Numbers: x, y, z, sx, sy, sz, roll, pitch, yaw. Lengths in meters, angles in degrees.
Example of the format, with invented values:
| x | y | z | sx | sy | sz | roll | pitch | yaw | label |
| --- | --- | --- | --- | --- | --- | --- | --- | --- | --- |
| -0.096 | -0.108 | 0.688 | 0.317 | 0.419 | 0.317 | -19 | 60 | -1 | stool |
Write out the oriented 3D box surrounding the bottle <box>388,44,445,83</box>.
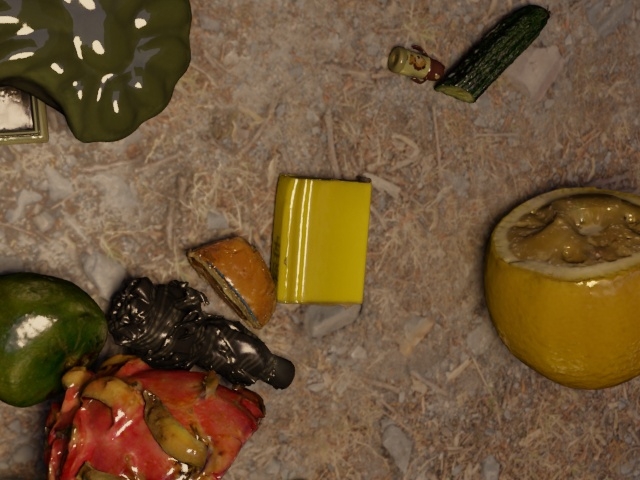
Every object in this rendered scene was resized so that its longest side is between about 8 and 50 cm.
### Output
| x | y | z | sx | sy | sz | roll | pitch | yaw | label |
| --- | --- | --- | --- | --- | --- | --- | --- | --- | --- |
| 0.171 | -0.306 | 1.540 | 0.101 | 0.047 | 0.063 | 11 | 101 | -25 | bottle |

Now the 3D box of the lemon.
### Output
| x | y | z | sx | sy | sz | roll | pitch | yaw | label |
| --- | --- | --- | --- | --- | --- | --- | --- | --- | --- |
| 0.465 | 0.105 | 1.566 | 0.364 | 0.364 | 0.364 | -3 | 98 | -23 | lemon |

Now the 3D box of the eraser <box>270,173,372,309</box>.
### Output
| x | y | z | sx | sy | sz | roll | pitch | yaw | label |
| --- | --- | --- | --- | --- | --- | --- | --- | --- | --- |
| 0.000 | 0.000 | 1.494 | 0.158 | 0.069 | 0.225 | 2 | 95 | -25 | eraser |

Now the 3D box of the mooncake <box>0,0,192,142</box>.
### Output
| x | y | z | sx | sy | sz | roll | pitch | yaw | label |
| --- | --- | --- | --- | --- | --- | --- | --- | --- | --- |
| -0.348 | -0.311 | 1.233 | 0.351 | 0.187 | 0.351 | -3 | 96 | -27 | mooncake |

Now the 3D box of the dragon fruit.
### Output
| x | y | z | sx | sy | sz | roll | pitch | yaw | label |
| --- | --- | --- | --- | --- | --- | --- | --- | --- | --- |
| -0.264 | 0.281 | 1.246 | 0.263 | 0.314 | 0.296 | 40 | 107 | 2 | dragon fruit |

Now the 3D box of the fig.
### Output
| x | y | z | sx | sy | sz | roll | pitch | yaw | label |
| --- | --- | --- | --- | --- | --- | --- | --- | --- | --- |
| -0.449 | 0.116 | 1.289 | 0.203 | 0.235 | 0.203 | -41 | 152 | -28 | fig |

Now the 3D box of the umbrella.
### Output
| x | y | z | sx | sy | sz | roll | pitch | yaw | label |
| --- | --- | --- | --- | --- | --- | --- | --- | --- | --- |
| -0.174 | 0.170 | 1.400 | 0.337 | 0.154 | 0.128 | 34 | 123 | -22 | umbrella |

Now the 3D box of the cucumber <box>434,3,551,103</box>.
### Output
| x | y | z | sx | sy | sz | roll | pitch | yaw | label |
| --- | --- | --- | --- | --- | --- | --- | --- | --- | --- |
| 0.316 | -0.340 | 1.584 | 0.265 | 0.077 | 0.077 | -47 | 111 | -12 | cucumber |

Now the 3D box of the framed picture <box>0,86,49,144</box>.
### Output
| x | y | z | sx | sy | sz | roll | pitch | yaw | label |
| --- | --- | --- | --- | --- | --- | --- | --- | --- | --- |
| -0.519 | -0.280 | 1.266 | 0.232 | 0.019 | 0.296 | -7 | 99 | -22 | framed picture |

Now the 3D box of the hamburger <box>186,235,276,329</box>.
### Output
| x | y | z | sx | sy | sz | roll | pitch | yaw | label |
| --- | --- | --- | --- | --- | --- | --- | --- | --- | --- |
| -0.125 | 0.053 | 1.430 | 0.102 | 0.087 | 0.176 | -45 | 99 | -14 | hamburger |
